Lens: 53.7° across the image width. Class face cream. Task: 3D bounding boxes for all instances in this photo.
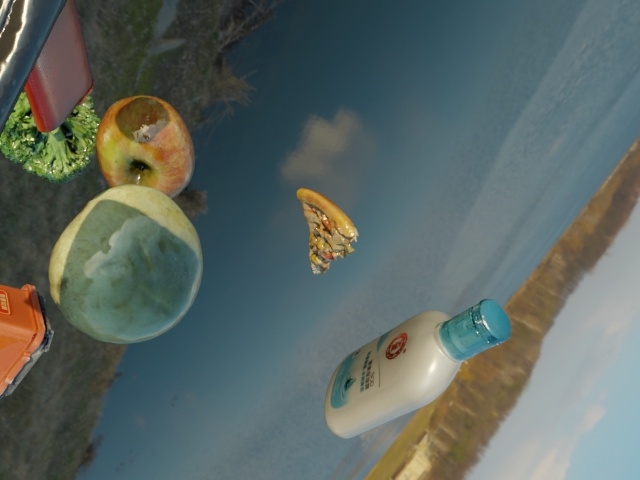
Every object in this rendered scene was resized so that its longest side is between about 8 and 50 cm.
[{"bbox_3d":[0.136,0.184,0.947,0.336,0.080,0.163,-39,-161,41],"label":"face cream"}]

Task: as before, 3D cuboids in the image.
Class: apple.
[{"bbox_3d":[-0.496,-0.263,1.823,0.250,0.277,0.309,-87,-170,-55],"label":"apple"}]

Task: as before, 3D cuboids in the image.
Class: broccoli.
[{"bbox_3d":[-0.778,-0.318,1.830,0.308,0.308,0.275,-47,-168,-19],"label":"broccoli"}]

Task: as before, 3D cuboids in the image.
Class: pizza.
[{"bbox_3d":[0.000,0.000,1.293,0.052,0.185,0.195,-23,139,-31],"label":"pizza"}]

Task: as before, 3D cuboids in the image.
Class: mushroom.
[{"bbox_3d":[-0.421,0.053,1.376,0.352,0.260,0.353,-19,115,-47],"label":"mushroom"}]

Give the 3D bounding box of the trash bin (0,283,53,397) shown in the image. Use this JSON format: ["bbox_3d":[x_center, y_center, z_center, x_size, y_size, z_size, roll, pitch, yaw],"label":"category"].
[{"bbox_3d":[-0.600,0.154,1.055,0.238,0.161,0.184,29,105,-43],"label":"trash bin"}]

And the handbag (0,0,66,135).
[{"bbox_3d":[-0.338,-0.166,0.541,0.275,0.244,0.088,-68,153,-11],"label":"handbag"}]

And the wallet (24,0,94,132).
[{"bbox_3d":[-0.411,-0.282,0.972,0.204,0.045,0.142,103,10,-56],"label":"wallet"}]
